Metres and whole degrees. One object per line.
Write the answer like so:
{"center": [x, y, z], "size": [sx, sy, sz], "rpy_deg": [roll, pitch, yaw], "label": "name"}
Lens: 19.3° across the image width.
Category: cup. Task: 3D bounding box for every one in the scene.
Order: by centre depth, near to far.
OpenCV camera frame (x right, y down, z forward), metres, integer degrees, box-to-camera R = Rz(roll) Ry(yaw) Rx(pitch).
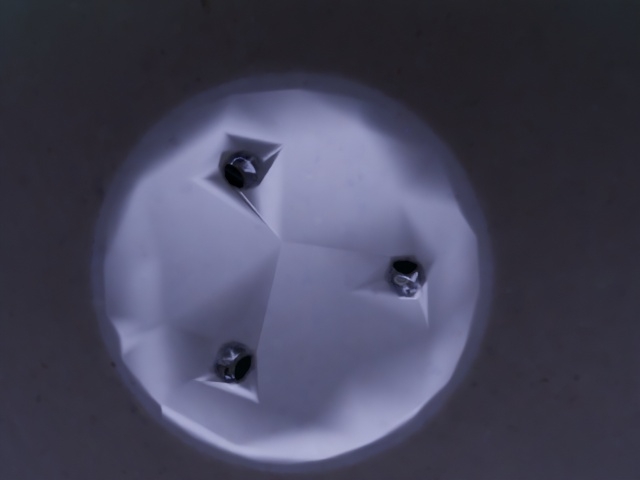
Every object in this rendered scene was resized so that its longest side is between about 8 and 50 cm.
{"center": [0.000, 0.000, 0.668], "size": [0.331, 0.331, 0.237], "rpy_deg": [-10, 175, -9], "label": "cup"}

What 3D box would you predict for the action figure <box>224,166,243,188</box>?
{"center": [-0.092, 0.016, 0.978], "size": [0.276, 0.141, 0.164], "rpy_deg": [24, 105, -48], "label": "action figure"}
